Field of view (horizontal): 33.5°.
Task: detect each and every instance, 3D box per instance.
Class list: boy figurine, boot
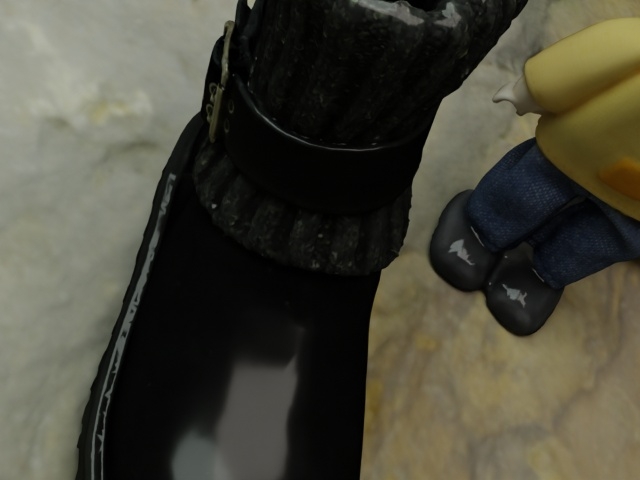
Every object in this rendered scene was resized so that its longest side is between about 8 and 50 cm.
[{"bbox_3d":[0.191,-0.049,0.608,0.177,0.285,0.092,41,48,-5],"label":"boy figurine"},{"bbox_3d":[-0.004,-0.002,0.472,0.131,0.260,0.348,15,53,-22],"label":"boot"}]
